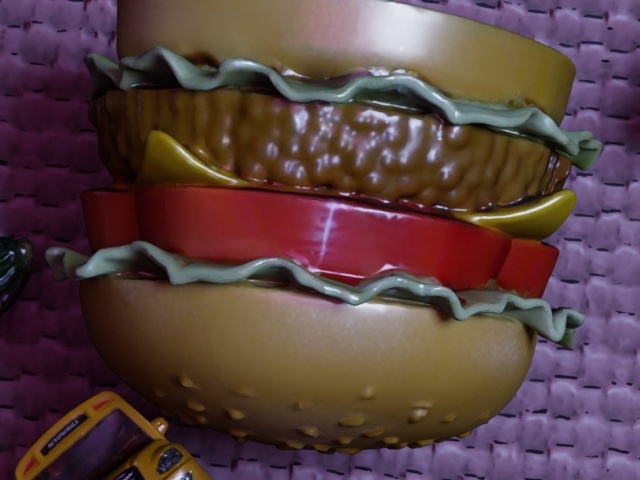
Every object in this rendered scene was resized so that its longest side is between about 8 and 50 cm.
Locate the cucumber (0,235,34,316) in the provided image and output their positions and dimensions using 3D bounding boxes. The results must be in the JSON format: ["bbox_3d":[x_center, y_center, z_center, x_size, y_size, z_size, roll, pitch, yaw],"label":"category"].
[{"bbox_3d":[-0.286,0.039,0.975,0.265,0.077,0.077,-5,84,-6],"label":"cucumber"}]

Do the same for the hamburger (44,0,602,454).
[{"bbox_3d":[0.000,0.000,0.904,0.274,0.274,0.212,9,87,-3],"label":"hamburger"}]

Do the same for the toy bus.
[{"bbox_3d":[-0.102,0.129,0.916,0.083,0.194,0.088,-41,84,-8],"label":"toy bus"}]
